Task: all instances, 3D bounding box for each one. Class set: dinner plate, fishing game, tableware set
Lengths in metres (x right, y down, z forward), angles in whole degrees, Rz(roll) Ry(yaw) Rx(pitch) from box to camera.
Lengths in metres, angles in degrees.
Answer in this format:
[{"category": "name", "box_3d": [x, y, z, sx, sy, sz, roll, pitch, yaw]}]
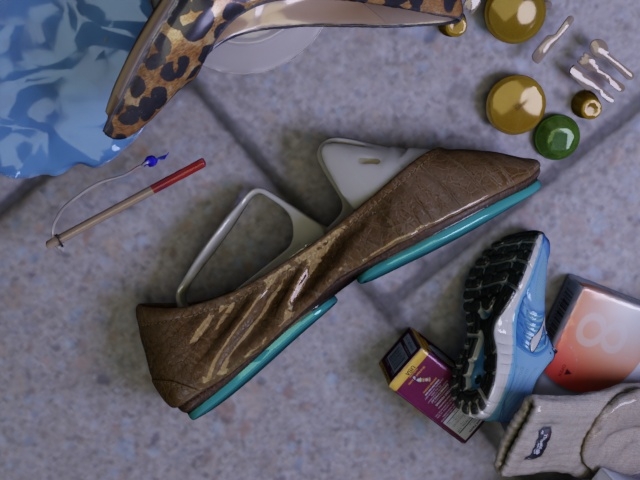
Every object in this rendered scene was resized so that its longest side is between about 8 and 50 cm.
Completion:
[{"category": "dinner plate", "box_3d": [-0.058, -0.194, 0.963, 0.141, 0.017, 0.141, -2, 106, -7]}, {"category": "fishing game", "box_3d": [-0.208, -0.134, 0.951, 0.189, 0.041, 0.264, -29, 98, 1]}, {"category": "tableware set", "box_3d": [0.160, -0.136, 1.001, 0.154, 0.024, 0.104, 35, 101, -15]}]

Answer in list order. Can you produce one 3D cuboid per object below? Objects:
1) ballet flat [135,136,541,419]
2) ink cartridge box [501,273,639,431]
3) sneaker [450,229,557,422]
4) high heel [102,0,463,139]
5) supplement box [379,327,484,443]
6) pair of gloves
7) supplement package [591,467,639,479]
[{"category": "ballet flat", "box_3d": [0.000, 0.000, 0.986, 0.342, 0.116, 0.124, -34, 87, 7]}, {"category": "ink cartridge box", "box_3d": [0.260, 0.126, 1.070, 0.179, 0.045, 0.145, 21, 102, -9]}, {"category": "sneaker", "box_3d": [0.154, 0.070, 1.023, 0.073, 0.063, 0.162, 26, 73, -33]}, {"category": "high heel", "box_3d": [-0.020, -0.139, 0.916, 0.186, 0.093, 0.261, 37, 82, -13]}, {"category": "supplement box", "box_3d": [0.095, 0.117, 1.042, 0.083, 0.055, 0.043, 38, 97, -15]}, {"category": "pair of gloves", "box_3d": [0.204, 0.211, 1.046, 0.204, 0.042, 0.240, -1, 122, -27]}, {"category": "supplement package", "box_3d": [0.289, 0.312, 1.004, 0.203, 0.194, 0.149, 23, 110, -36]}]
